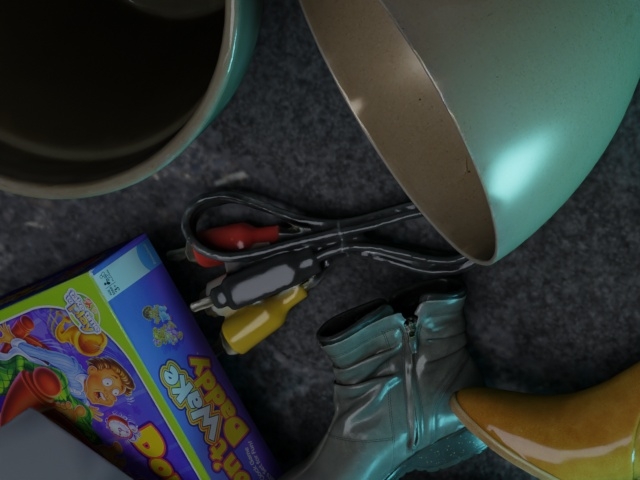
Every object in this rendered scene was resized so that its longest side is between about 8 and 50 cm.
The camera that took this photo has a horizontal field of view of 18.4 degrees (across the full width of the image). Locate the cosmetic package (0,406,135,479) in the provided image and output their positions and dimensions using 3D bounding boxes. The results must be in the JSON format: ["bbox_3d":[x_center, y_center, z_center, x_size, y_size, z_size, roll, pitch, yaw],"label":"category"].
[{"bbox_3d":[-0.140,0.350,1.655,0.377,0.097,0.284,30,140,29],"label":"cosmetic package"}]

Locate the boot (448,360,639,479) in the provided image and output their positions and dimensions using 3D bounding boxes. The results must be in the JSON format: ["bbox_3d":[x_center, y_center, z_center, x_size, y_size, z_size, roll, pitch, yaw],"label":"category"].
[{"bbox_3d":[0.272,0.109,1.564,0.295,0.104,0.211,23,109,-4],"label":"boot"}]

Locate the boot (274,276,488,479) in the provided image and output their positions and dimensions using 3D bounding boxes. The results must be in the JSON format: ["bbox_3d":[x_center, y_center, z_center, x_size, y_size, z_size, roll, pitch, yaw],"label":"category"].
[{"bbox_3d":[0.023,0.133,1.610,0.246,0.083,0.161,-28,118,-14],"label":"boot"}]

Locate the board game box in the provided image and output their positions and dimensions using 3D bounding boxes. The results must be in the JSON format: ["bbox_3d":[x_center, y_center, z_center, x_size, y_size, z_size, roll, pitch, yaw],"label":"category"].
[{"bbox_3d":[-0.161,0.188,1.723,0.233,0.078,0.347,-22,101,43],"label":"board game box"}]

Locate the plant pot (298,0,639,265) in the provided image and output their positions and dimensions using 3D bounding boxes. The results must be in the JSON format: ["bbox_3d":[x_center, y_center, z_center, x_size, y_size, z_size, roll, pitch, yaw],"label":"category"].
[{"bbox_3d":[0.129,-0.150,1.454,0.191,0.284,0.284,-30,98,-9],"label":"plant pot"}]

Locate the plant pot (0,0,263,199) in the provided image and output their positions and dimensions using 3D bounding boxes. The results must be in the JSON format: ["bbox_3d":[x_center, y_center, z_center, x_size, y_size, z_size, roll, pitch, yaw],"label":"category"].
[{"bbox_3d":[-0.165,-0.226,1.496,0.323,0.280,0.323,6,111,17],"label":"plant pot"}]

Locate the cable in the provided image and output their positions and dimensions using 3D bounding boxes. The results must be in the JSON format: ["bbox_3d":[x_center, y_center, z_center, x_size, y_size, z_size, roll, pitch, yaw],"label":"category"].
[{"bbox_3d":[0.000,0.000,1.662,0.287,0.072,0.139,-19,90,12],"label":"cable"}]
